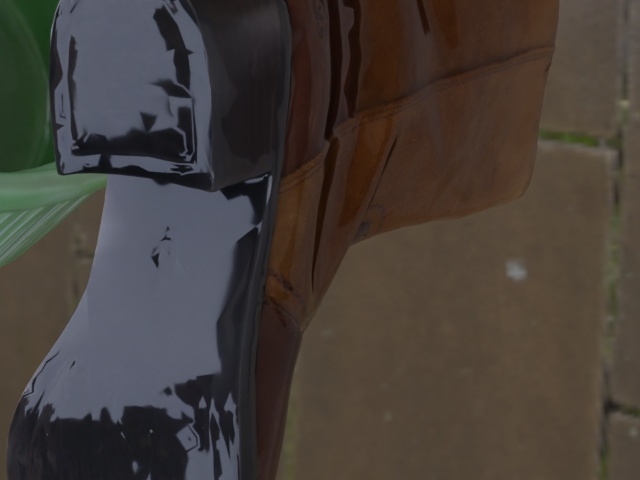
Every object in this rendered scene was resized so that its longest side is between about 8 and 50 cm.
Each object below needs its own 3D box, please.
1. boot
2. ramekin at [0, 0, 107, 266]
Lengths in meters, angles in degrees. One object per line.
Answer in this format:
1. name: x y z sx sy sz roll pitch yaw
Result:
1. boot: 0.000 0.000 0.709 0.096 0.280 0.264 6 106 29
2. ramekin: -0.218 -0.121 0.959 0.148 0.303 0.303 -41 61 45
